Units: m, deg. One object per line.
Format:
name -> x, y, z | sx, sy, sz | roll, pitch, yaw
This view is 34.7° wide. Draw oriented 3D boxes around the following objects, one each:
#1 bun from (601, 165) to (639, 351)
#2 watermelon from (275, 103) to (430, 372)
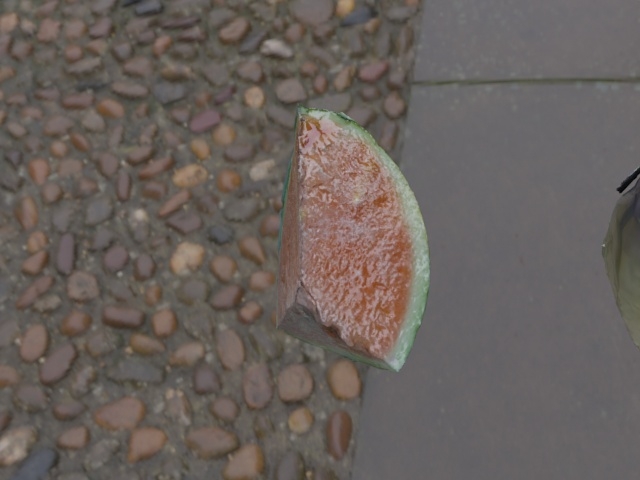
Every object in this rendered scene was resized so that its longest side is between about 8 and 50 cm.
bun -> 0.246, -0.032, 0.497 | 0.168, 0.273, 0.272 | 28, 52, -17
watermelon -> 0.009, 0.000, 0.934 | 0.128, 0.146, 0.231 | 0, 89, -26
